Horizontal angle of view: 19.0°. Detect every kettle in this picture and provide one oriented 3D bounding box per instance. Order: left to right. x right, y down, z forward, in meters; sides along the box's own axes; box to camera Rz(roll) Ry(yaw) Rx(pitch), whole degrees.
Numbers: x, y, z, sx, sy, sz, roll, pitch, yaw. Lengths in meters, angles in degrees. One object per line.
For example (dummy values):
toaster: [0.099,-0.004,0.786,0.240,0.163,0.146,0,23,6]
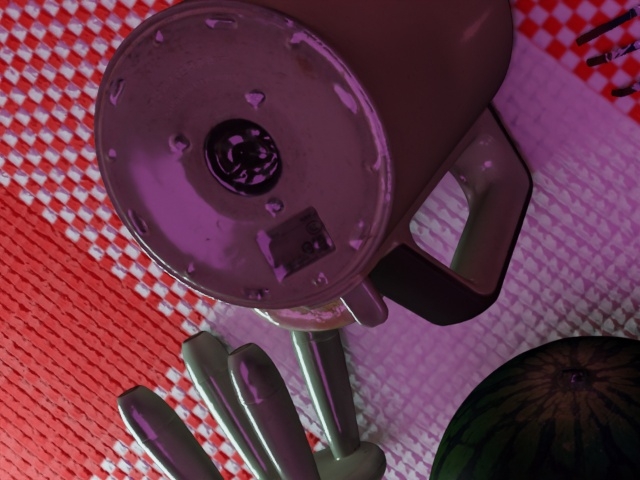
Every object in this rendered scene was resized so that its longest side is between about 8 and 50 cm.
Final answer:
kettle: [0.039,-0.089,1.609,0.250,0.376,0.361,-34,97,32]

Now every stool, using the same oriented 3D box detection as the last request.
stool: [-0.060,0.183,1.897,0.195,0.195,0.198,-23,97,31]

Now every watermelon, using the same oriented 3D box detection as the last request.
watermelon: [0.259,0.259,1.704,0.363,0.363,0.363,10,117,20]

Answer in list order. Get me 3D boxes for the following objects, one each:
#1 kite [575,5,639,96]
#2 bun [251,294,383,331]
kite: [0.332,-0.186,1.651,0.229,0.016,0.127,-26,98,31]
bun: [0.000,0.000,1.825,0.183,0.102,0.183,1,93,18]
